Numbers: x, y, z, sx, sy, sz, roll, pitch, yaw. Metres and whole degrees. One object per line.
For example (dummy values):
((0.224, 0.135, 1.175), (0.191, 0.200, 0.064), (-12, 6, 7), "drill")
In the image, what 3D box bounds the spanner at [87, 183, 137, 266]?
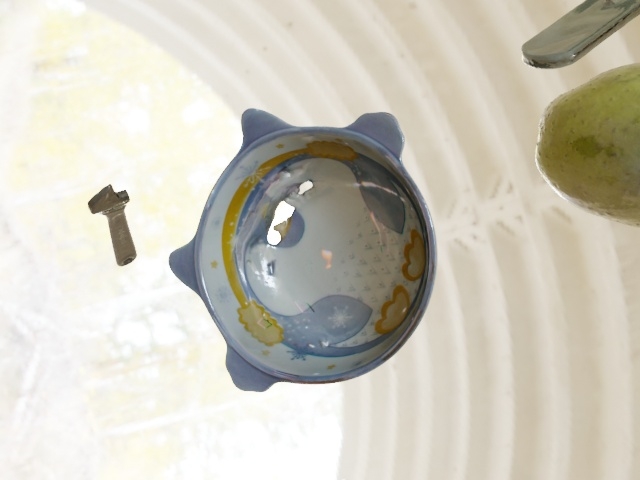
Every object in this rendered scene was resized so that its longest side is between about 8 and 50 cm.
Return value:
((-0.221, -0.013, 1.312), (0.012, 0.046, 0.208), (54, -15, 16), "spanner")

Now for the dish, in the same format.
((0.000, 0.000, 0.989), (0.228, 0.236, 0.086), (56, 19, 10), "dish")

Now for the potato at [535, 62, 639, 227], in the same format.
((0.324, -0.089, 1.118), (0.143, 0.248, 0.169), (-74, 164, -59), "potato")

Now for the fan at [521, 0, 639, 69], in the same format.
((0.255, -0.203, 0.871), (0.057, 0.282, 0.023), (23, -34, 60), "fan")
